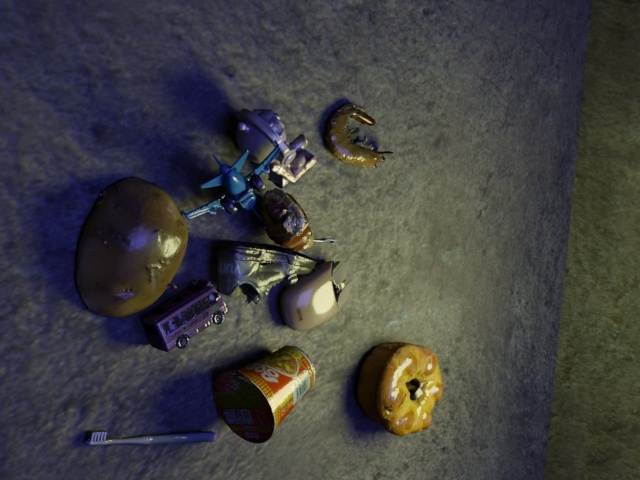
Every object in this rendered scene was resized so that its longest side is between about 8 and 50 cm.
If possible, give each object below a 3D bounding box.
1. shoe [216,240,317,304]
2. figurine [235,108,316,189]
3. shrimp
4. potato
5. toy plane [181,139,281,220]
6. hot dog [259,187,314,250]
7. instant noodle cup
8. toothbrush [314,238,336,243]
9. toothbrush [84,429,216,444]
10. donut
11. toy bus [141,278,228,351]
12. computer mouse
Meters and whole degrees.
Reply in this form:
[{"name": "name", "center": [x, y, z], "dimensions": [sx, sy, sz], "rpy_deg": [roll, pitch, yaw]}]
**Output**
[{"name": "shoe", "center": [-0.139, 0.086, 1.633], "dimensions": [0.293, 0.109, 0.149], "rpy_deg": [12, 93, -44]}, {"name": "figurine", "center": [-0.112, -0.230, 1.559], "dimensions": [0.141, 0.163, 0.237], "rpy_deg": [-51, 143, -3]}, {"name": "shrimp", "center": [0.106, -0.288, 1.861], "dimensions": [0.253, 0.058, 0.173], "rpy_deg": [-2, 91, -45]}, {"name": "potato", "center": [-0.362, 0.025, 1.379], "dimensions": [0.239, 0.116, 0.298], "rpy_deg": [25, 80, -51]}, {"name": "toy plane", "center": [-0.180, -0.113, 1.486], "dimensions": [0.254, 0.105, 0.271], "rpy_deg": [-38, 160, -4]}, {"name": "hot dog", "center": [-0.087, -0.039, 1.632], "dimensions": [0.103, 0.146, 0.213], "rpy_deg": [-36, 155, -7]}, {"name": "instant noodle cup", "center": [-0.124, 0.359, 1.657], "dimensions": [0.212, 0.193, 0.192], "rpy_deg": [-30, 119, -49]}, {"name": "toothbrush", "center": [0.000, 0.000, 1.828], "dimensions": [0.131, 0.011, 0.013], "rpy_deg": [5, 72, -47]}, {"name": "toothbrush", "center": [-0.370, 0.442, 1.508], "dimensions": [0.342, 0.025, 0.030], "rpy_deg": [18, 82, -46]}, {"name": "donut", "center": [0.253, 0.451, 2.081], "dimensions": [0.299, 0.150, 0.317], "rpy_deg": [-47, 127, -31]}, {"name": "toy bus", "center": [-0.297, 0.165, 1.487], "dimensions": [0.178, 0.087, 0.098], "rpy_deg": [-33, 114, -36]}, {"name": "computer mouse", "center": [-0.007, 0.148, 1.797], "dimensions": [0.237, 0.082, 0.145], "rpy_deg": [-28, 117, -39]}]
